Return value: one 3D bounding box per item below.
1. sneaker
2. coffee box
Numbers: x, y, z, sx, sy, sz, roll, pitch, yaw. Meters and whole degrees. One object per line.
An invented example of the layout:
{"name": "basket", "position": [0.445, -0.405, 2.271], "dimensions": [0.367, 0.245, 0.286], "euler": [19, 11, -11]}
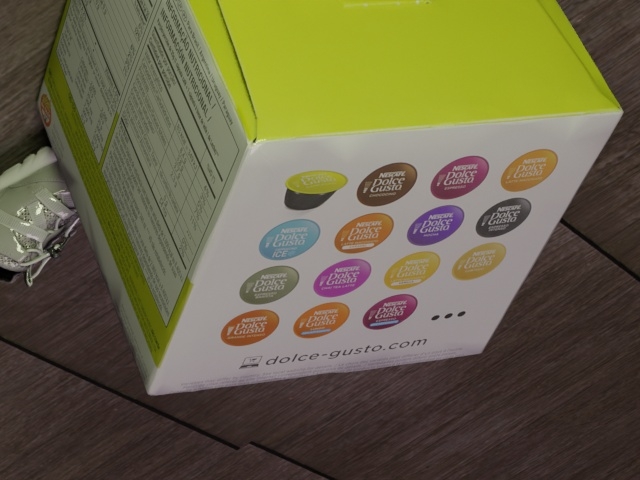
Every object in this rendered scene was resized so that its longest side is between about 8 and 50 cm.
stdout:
{"name": "sneaker", "position": [-0.271, -0.010, 1.817], "dimensions": [0.281, 0.115, 0.105], "euler": [-20, 161, -1]}
{"name": "coffee box", "position": [-0.010, -0.112, 1.643], "dimensions": [0.337, 0.338, 0.334], "euler": [-6, 144, -27]}
